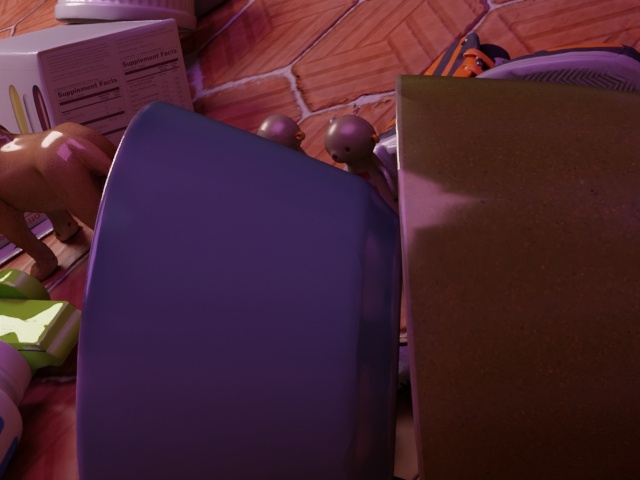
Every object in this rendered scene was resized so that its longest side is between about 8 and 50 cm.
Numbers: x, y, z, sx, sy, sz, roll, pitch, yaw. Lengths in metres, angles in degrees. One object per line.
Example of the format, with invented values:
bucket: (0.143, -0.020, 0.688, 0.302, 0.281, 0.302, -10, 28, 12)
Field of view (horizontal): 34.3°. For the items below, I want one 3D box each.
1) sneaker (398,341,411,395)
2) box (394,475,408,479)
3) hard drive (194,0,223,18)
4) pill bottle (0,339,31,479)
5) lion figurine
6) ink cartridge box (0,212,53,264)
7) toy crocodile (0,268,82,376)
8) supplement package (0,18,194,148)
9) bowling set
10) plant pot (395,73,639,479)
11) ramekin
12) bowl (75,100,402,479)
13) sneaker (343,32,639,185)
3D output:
sneaker: (0.076, 0.100, 0.808, 0.109, 0.040, 0.044, -15, 50, 33)
box: (-0.046, 0.235, 0.724, 0.184, 0.045, 0.191, 5, 48, 40)
hard drive: (-0.265, -0.389, 1.707, 0.254, 0.054, 0.172, -23, 34, 14)
pill bottle: (-0.351, 0.196, 0.956, 0.124, 0.124, 0.222, -14, 36, 26)
lion figurine: (-0.311, -0.070, 1.160, 0.392, 0.240, 0.142, -8, 41, 32)
ink cartridge box: (-0.418, -0.050, 1.388, 0.104, 0.060, 0.180, -34, 33, -3)
toy crocodile: (-0.389, 0.109, 1.137, 0.340, 0.105, 0.115, -5, 41, 29)
supplement package: (-0.331, -0.203, 1.375, 0.204, 0.145, 0.261, -24, 23, -37)
bowling set: (0.000, 0.000, 0.839, 0.200, 0.154, 0.287, -39, 25, -30)
plant pot: (0.201, 0.026, 0.621, 0.293, 0.275, 0.275, -4, 38, 6)
ramekin: (-0.284, -0.369, 1.523, 0.207, 0.109, 0.207, 4, 6, 0)
bowl: (-0.031, 0.072, 0.661, 0.163, 0.312, 0.312, 3, 40, 4)
sneaker: (0.160, -0.130, 0.915, 0.321, 0.125, 0.180, -17, 33, 44)
